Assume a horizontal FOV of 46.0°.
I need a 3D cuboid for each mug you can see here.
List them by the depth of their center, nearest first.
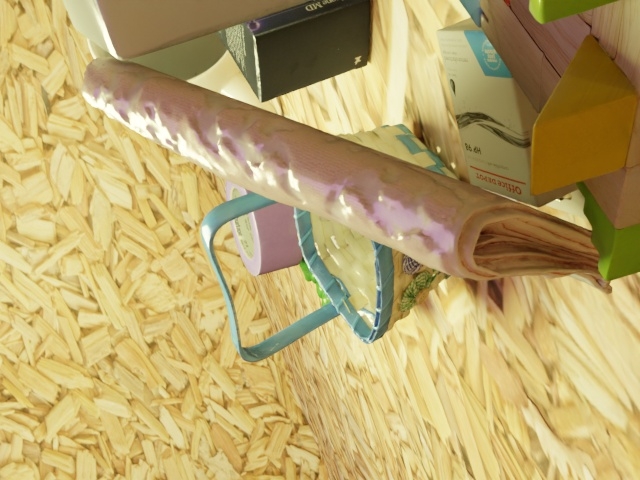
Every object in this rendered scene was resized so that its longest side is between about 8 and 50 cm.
[{"bbox_3d":[-0.236,-0.301,1.475,0.374,0.276,0.328,31,162,12],"label":"mug"}]

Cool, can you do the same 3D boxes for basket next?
[{"bbox_3d":[0.014,0.005,0.873,0.201,0.289,0.255,56,164,37],"label":"basket"}]

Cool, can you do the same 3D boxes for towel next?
[{"bbox_3d":[0.037,-0.042,0.565,0.331,0.317,0.053,25,98,36],"label":"towel"}]

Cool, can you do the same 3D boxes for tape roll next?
[{"bbox_3d":[-0.099,-0.038,1.305,0.189,0.080,0.189,165,90,-72],"label":"tape roll"}]

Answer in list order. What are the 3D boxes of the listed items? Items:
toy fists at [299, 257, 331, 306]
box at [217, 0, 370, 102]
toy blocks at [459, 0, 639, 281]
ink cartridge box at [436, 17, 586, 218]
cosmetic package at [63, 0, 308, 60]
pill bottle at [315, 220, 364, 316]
[{"bbox_3d":[0.000,0.000,1.332,0.279,0.096,0.142,66,168,-2],"label":"toy fists"},{"bbox_3d":[-0.050,-0.294,0.934,0.207,0.153,0.108,58,163,31],"label":"box"},{"bbox_3d":[0.142,-0.201,0.364,0.381,0.190,0.261,74,178,-51],"label":"toy blocks"},{"bbox_3d":[0.164,-0.095,0.625,0.104,0.060,0.180,35,146,65],"label":"ink cartridge box"},{"bbox_3d":[-0.103,-0.371,0.632,0.393,0.329,0.327,-139,29,-63],"label":"cosmetic package"},{"bbox_3d":[0.052,0.011,1.096,0.216,0.121,0.121,67,166,-3],"label":"pill bottle"}]
